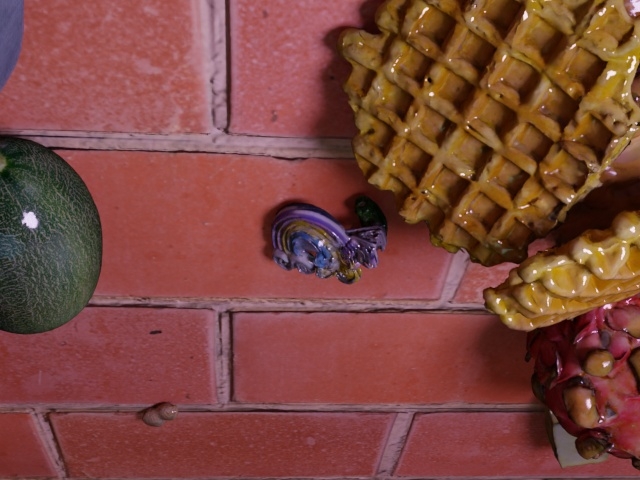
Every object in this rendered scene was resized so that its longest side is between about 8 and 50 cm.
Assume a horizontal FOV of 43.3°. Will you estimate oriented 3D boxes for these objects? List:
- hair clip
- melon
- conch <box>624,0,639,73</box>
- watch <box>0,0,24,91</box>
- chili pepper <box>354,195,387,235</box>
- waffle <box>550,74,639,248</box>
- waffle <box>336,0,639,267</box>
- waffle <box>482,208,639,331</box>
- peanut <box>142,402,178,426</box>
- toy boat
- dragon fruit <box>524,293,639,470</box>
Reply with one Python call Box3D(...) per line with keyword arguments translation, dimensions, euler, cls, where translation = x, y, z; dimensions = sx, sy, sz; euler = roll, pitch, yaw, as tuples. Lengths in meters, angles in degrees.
Box3D(translation=(0.000, 0.000, 1.014), dimensions=(0.172, 0.049, 0.116), euler=(7, 128, 30), cls="hair clip")
Box3D(translation=(-0.337, -0.006, 0.900), dimensions=(0.182, 0.182, 0.288), euler=(4, 143, -8), cls="melon")
Box3D(translation=(0.280, -0.208, 0.772), dimensions=(0.086, 0.080, 0.232), euler=(-4, 168, 21), cls="conch")
Box3D(translation=(-0.398, -0.204, 0.694), dimensions=(0.241, 0.162, 0.253), euler=(18, 136, -6), cls="watch")
Box3D(translation=(0.059, -0.015, 1.032), dimensions=(0.055, 0.035, 0.118), euler=(25, 147, 2), cls="chili pepper")
Box3D(translation=(0.389, -0.074, 0.906), dimensions=(0.304, 0.078, 0.348), euler=(-23, 147, 22), cls="waffle")
Box3D(translation=(0.164, -0.122, 0.763), dimensions=(0.311, 0.060, 0.307), euler=(-18, 106, 38), cls="waffle")
Box3D(translation=(0.314, 0.025, 0.841), dimensions=(0.309, 0.065, 0.283), euler=(-19, 163, -2), cls="waffle")
Box3D(translation=(-0.280, 0.305, 1.416), dimensions=(0.037, 0.037, 0.083), euler=(30, 135, -35), cls="peanut")
Box3D(translation=(0.470, 0.345, 1.472), dimensions=(0.111, 0.084, 0.276), euler=(-13, 140, 9), cls="toy boat")
Box3D(translation=(0.413, 0.178, 1.114), dimensions=(0.250, 0.269, 0.291), euler=(-20, 150, 19), cls="dragon fruit")
